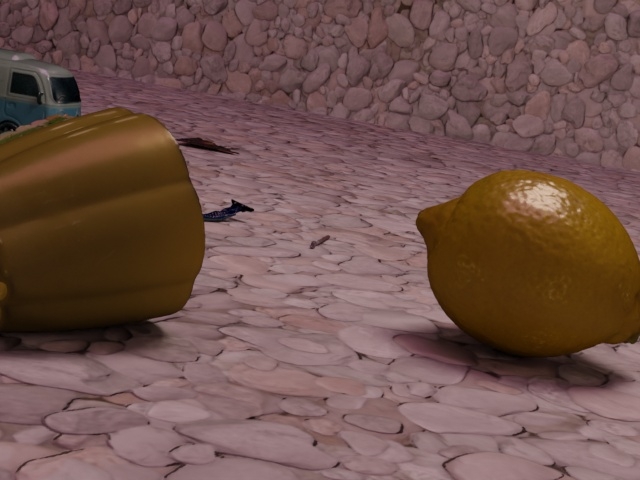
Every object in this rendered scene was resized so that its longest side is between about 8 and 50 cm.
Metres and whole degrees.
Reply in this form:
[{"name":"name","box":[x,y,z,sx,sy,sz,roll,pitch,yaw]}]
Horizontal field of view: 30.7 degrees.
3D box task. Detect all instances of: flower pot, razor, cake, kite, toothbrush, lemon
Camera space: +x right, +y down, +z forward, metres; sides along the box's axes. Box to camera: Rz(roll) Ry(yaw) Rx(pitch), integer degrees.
[{"name":"flower pot","box":[-0.225,-0.007,0.999,0.179,0.195,0.195,-16,24,-38]},{"name":"razor","box":[-0.161,-0.040,1.598,0.044,0.028,0.155,24,17,40]},{"name":"cake","box":[-0.435,-0.142,1.764,0.109,0.090,0.225,20,16,33]},{"name":"kite","box":[-0.236,-0.200,2.450,0.159,0.010,0.190,4,13,-33]},{"name":"toothbrush","box":[0.000,0.000,1.572,0.006,0.008,0.097,25,12,9]},{"name":"lemon","box":[0.206,0.024,1.142,0.244,0.186,0.187,27,15,14]}]

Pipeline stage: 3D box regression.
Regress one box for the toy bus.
[{"name":"toy bus","box":[-0.546,-0.246,2.003,0.271,0.164,0.133,11,10,11]}]
